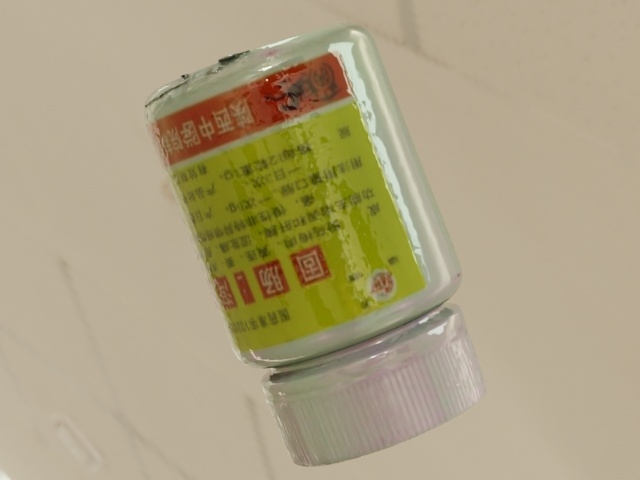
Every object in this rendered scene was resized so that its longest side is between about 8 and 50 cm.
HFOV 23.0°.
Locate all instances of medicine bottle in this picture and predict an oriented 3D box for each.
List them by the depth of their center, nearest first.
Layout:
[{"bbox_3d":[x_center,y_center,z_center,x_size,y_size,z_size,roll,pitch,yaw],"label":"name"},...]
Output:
[{"bbox_3d":[0.000,0.000,0.887,0.139,0.139,0.225,-12,-79,63],"label":"medicine bottle"}]
